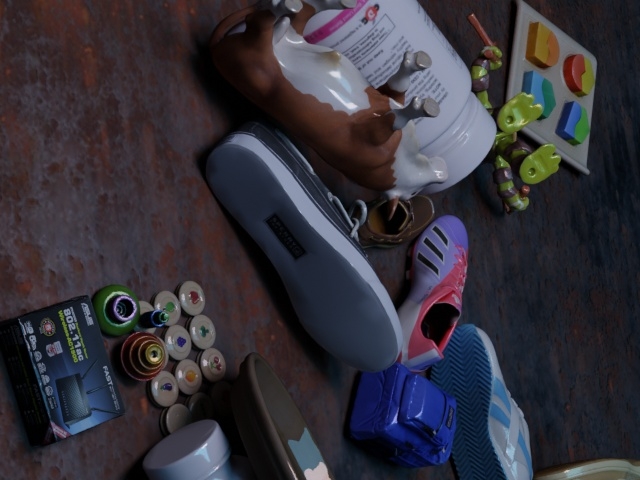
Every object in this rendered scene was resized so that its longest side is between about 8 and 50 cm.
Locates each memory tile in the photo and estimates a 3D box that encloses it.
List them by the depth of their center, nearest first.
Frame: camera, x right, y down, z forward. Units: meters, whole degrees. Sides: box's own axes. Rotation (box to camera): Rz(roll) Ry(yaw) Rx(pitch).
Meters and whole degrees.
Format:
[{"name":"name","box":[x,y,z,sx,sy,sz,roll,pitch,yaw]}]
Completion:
[{"name":"memory tile","box":[-0.140,0.121,1.641,0.113,0.012,0.148,-21,95,-50]}]

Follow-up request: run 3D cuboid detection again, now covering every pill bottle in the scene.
[{"name":"pill bottle","box":[-0.093,0.274,1.570,0.112,0.112,0.187,-45,113,-46]},{"name":"pill bottle","box":[0.073,-0.195,1.869,0.283,0.160,0.160,48,47,-27]}]

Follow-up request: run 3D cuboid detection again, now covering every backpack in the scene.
[{"name":"backpack","box":[0.105,0.207,1.830,0.120,0.101,0.098,41,57,-38]}]

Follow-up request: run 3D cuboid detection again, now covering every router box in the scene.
[{"name":"router box","box":[-0.241,0.121,1.504,0.092,0.038,0.122,-20,93,-51]}]

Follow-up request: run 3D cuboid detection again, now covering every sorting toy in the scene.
[{"name":"sorting toy","box":[-0.177,0.086,1.573,0.061,0.042,0.102,-33,99,-32]},{"name":"sorting toy","box":[0.332,-0.217,2.268,0.193,0.038,0.208,28,58,-41]}]

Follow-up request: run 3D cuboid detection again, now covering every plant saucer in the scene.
[{"name":"plant saucer","box":[-0.020,0.243,1.616,0.278,0.041,0.278,62,4,-7]}]

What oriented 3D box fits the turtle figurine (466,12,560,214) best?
[{"name":"turtle figurine","box":[0.221,-0.150,2.033,0.087,0.217,0.270,-12,101,-10]}]

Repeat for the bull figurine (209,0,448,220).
[{"name":"bull figurine","box":[0.026,-0.152,1.734,0.310,0.188,0.101,33,49,-12]}]

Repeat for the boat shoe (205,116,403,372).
[{"name":"boat shoe","box":[-0.003,0.002,1.763,0.306,0.113,0.105,49,38,-5]}]

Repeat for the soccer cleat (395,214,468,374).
[{"name":"soccer cleat","box":[0.142,0.062,1.918,0.083,0.095,0.248,51,46,-25]}]

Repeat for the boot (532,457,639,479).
[{"name":"boot","box":[0.368,0.386,2.084,0.262,0.095,0.204,12,70,-51]}]

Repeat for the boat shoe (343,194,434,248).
[{"name":"boat shoe","box":[0.085,-0.024,1.907,0.178,0.060,0.064,-14,89,-50]}]

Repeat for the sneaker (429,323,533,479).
[{"name":"sneaker","box":[0.198,0.209,1.956,0.092,0.087,0.229,-23,103,-57]}]
